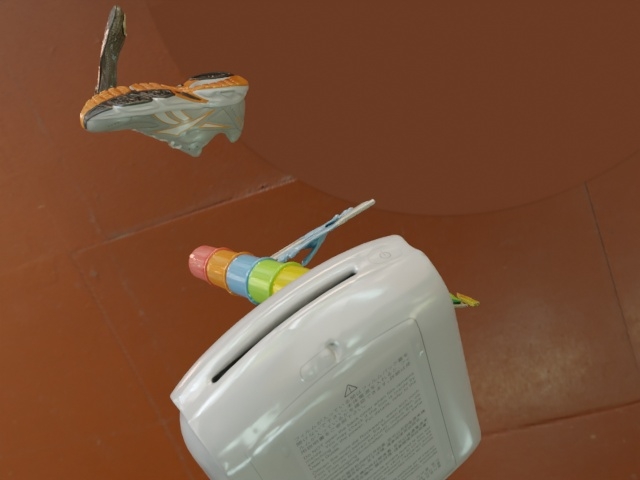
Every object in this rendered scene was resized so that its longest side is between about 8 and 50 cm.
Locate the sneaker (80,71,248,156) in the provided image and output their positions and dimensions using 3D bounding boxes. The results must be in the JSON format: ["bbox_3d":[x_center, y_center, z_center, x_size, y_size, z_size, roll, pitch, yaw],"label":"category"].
[{"bbox_3d":[-0.229,-0.178,1.153,0.263,0.099,0.121,-13,121,-23],"label":"sneaker"}]

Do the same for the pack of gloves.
[{"bbox_3d":[0.000,0.000,1.570,0.232,0.195,0.046,-32,94,-13],"label":"pack of gloves"}]

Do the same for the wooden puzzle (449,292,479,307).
[{"bbox_3d":[0.194,0.093,1.218,0.116,0.079,0.014,-4,109,-33],"label":"wooden puzzle"}]

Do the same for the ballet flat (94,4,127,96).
[{"bbox_3d":[-0.425,-0.360,1.546,0.058,0.084,0.249,9,124,-18],"label":"ballet flat"}]

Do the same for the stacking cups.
[{"bbox_3d":[-0.113,0.057,1.290,0.316,0.096,0.096,17,123,45],"label":"stacking cups"}]

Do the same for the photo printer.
[{"bbox_3d":[0.017,0.154,0.684,0.256,0.107,0.307,-36,136,-14],"label":"photo printer"}]
